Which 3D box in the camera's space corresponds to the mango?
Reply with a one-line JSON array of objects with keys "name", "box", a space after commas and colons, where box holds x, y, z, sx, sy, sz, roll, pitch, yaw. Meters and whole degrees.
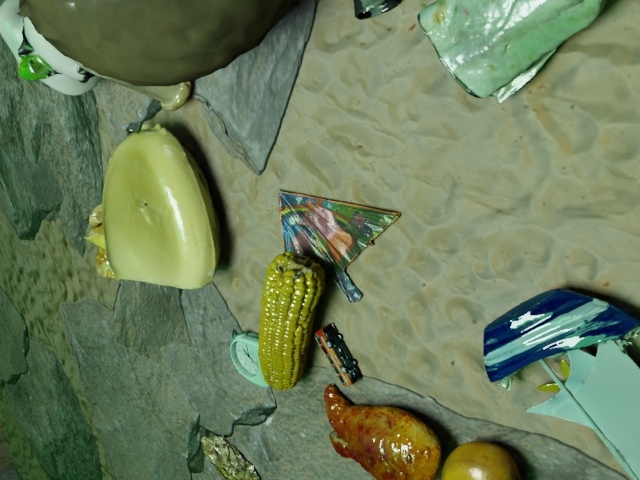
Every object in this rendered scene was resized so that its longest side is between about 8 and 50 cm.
[{"name": "mango", "box": [0.235, 0.366, 0.857, 0.115, 0.089, 0.164, 29, 129, 30]}]

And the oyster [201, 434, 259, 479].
[{"name": "oyster", "box": [-0.217, 0.528, 1.364, 0.177, 0.056, 0.105, 47, 141, 10]}]

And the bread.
[{"name": "bread", "box": [0.091, 0.338, 0.971, 0.269, 0.095, 0.139, 2, 102, 46]}]

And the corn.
[{"name": "corn", "box": [-0.061, 0.151, 1.005, 0.102, 0.102, 0.312, 34, 131, 26]}]

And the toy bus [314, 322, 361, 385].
[{"name": "toy bus", "box": [0.029, 0.200, 1.010, 0.043, 0.031, 0.110, -33, 85, 52]}]

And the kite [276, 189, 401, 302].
[{"name": "kite", "box": [0.000, 0.000, 0.962, 0.233, 0.016, 0.321, 54, 133, 12]}]

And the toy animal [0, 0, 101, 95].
[{"name": "toy animal", "box": [-0.486, -0.383, 1.092, 0.267, 0.213, 0.212, -9, 102, 40]}]

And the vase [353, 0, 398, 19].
[{"name": "vase", "box": [0.045, -0.368, 0.725, 0.059, 0.059, 0.166, -13, 99, 44]}]

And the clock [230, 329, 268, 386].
[{"name": "clock", "box": [-0.142, 0.229, 1.169, 0.135, 0.041, 0.101, 19, 120, 37]}]

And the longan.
[{"name": "longan", "box": [-0.226, -0.400, 0.728, 0.436, 0.404, 0.403, 12, 116, 37]}]

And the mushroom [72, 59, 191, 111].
[{"name": "mushroom", "box": [-0.324, -0.301, 0.970, 0.108, 0.247, 0.096, 10, 84, 29]}]

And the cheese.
[{"name": "cheese", "box": [-0.310, -0.062, 1.101, 0.260, 0.128, 0.315, 5, 102, 20]}]

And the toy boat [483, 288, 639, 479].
[{"name": "toy boat", "box": [0.339, 0.200, 0.712, 0.291, 0.067, 0.220, 54, 134, 6]}]

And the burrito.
[{"name": "burrito", "box": [0.218, -0.255, 0.603, 0.229, 0.089, 0.143, -36, 86, 47]}]

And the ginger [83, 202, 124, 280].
[{"name": "ginger", "box": [-0.430, 0.000, 1.256, 0.102, 0.157, 0.216, 13, 122, 12]}]
